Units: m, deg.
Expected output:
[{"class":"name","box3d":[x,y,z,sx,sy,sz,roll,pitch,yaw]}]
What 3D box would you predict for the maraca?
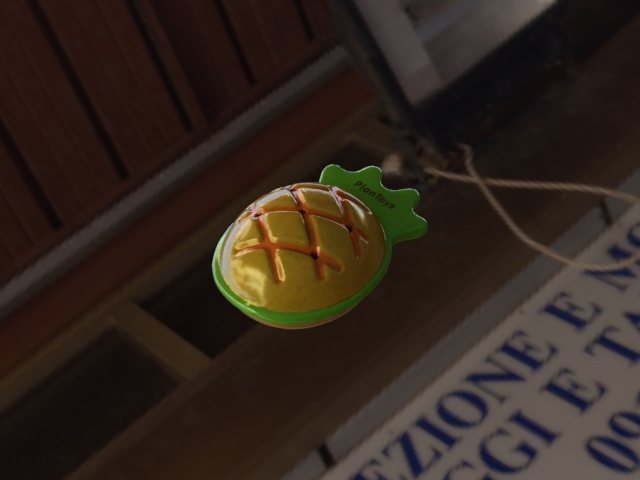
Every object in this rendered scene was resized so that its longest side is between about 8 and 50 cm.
[{"class":"maraca","box3d":[0.000,0.000,1.015,0.185,0.127,0.099,-38,-30,-31]}]
